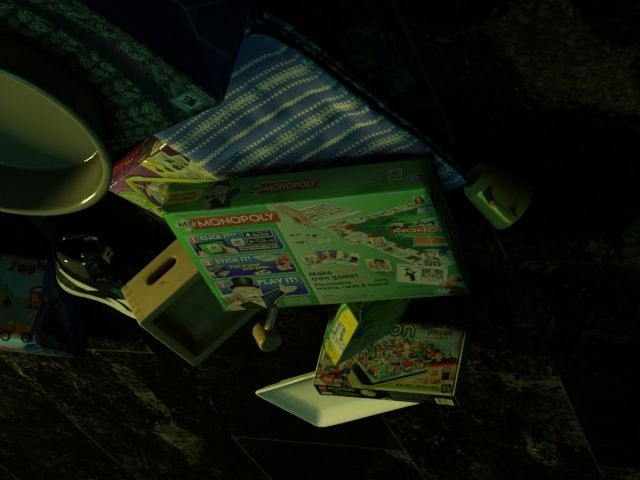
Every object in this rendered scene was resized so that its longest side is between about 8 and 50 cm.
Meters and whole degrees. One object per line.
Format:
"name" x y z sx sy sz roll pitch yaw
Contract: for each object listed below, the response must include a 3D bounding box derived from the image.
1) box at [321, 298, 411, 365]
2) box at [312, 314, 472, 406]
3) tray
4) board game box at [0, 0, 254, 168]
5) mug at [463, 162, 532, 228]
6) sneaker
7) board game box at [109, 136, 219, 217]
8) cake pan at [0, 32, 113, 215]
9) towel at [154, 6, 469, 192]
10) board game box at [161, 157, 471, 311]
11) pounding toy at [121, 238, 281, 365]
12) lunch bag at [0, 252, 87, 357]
"box" 0.066 0.097 1.919 0.043 0.105 0.179 54 156 14
"box" 0.101 0.167 2.019 0.207 0.114 0.036 2 150 20
"tray" 0.031 0.235 2.265 0.145 0.030 0.270 30 148 -29
"board game box" -0.254 -0.212 1.459 0.232 0.141 0.291 33 147 -31
"mug" 0.199 -0.056 1.622 0.064 0.062 0.078 37 167 -21
"sneaker" -0.275 0.047 2.008 0.216 0.079 0.121 12 152 7
"board game box" -0.071 -0.037 1.799 0.346 0.056 0.208 28 145 -24
"cake pan" -0.344 -0.124 1.452 0.293 0.054 0.293 11 152 6
"towel" -0.029 -0.108 1.604 0.336 0.040 0.243 34 136 -30
"board game box" 0.000 0.000 1.689 0.317 0.046 0.213 -5 143 18
"pounding toy" -0.135 0.077 1.977 0.181 0.094 0.206 -42 133 5
"lunch bag" -0.493 0.123 2.221 0.220 0.138 0.293 8 161 6
